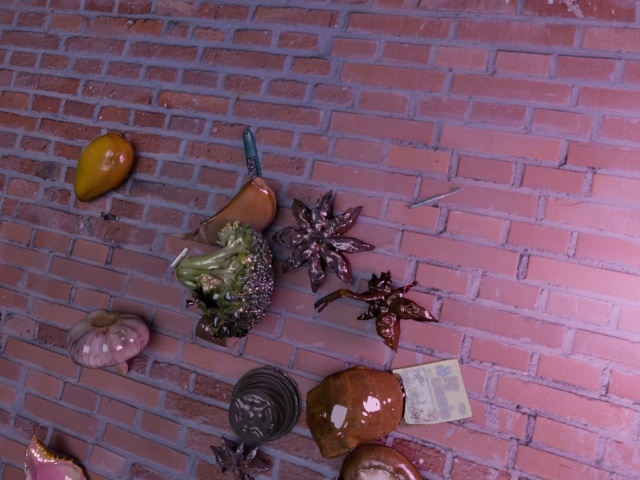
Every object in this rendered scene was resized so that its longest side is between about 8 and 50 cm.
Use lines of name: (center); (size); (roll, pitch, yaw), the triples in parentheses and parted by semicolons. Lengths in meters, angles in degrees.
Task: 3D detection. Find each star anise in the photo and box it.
star anise: (0.155, 0.196, 1.159); (0.347, 0.148, 0.236); (8, 83, 1)
star anise: (0.002, 0.001, 1.231); (0.333, 0.118, 0.330); (0, 89, 17)
star anise: (-0.250, 0.680, 1.229); (0.196, 0.065, 0.182); (10, 118, 7)

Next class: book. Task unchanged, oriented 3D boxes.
book: (0.320, 0.440, 1.165); (0.193, 0.013, 0.167); (-15, 80, 11)

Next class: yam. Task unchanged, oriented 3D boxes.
yam: (-0.334, 0.294, 1.302); (0.127, 0.084, 0.084); (18, 89, 17)

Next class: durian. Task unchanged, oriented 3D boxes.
durian: (-0.932, 0.829, 1.365); (0.196, 0.186, 0.305); (-44, 72, 26)

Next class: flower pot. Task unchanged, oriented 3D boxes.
flower pot: (-0.185, 0.511, 1.215); (0.236, 0.140, 0.235); (-1, 86, 12)

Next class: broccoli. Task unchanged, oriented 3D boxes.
broccoli: (-0.280, 0.111, 1.179); (0.282, 0.293, 0.346); (4, 92, 9)

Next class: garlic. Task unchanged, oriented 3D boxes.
garlic: (-0.689, 0.359, 1.333); (0.246, 0.245, 0.252); (8, 118, 14)
garlic: (-0.293, -0.081, 1.274); (0.339, 0.196, 0.151); (-29, 62, 12)

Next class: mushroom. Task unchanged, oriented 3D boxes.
mushroom: (0.154, 0.703, 1.103); (0.279, 0.163, 0.296); (13, 95, 2)

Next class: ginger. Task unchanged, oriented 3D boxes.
ginger: (0.086, 0.460, 1.115); (0.270, 0.223, 0.200); (-31, 66, 16)

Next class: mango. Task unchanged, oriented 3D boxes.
mango: (-0.786, -0.263, 1.451); (0.317, 0.119, 0.176); (-42, 79, 15)

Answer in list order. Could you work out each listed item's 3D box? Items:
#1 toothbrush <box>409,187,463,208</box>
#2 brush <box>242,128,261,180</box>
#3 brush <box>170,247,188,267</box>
toothbrush: (0.347, -0.126, 1.211); (0.167, 0.014, 0.011); (-19, 89, 11)
brush: (-0.237, -0.290, 1.359); (0.043, 0.032, 0.193); (-13, 83, 12)
brush: (-0.486, 0.060, 1.395); (0.016, 0.013, 0.083); (38, 87, 9)
